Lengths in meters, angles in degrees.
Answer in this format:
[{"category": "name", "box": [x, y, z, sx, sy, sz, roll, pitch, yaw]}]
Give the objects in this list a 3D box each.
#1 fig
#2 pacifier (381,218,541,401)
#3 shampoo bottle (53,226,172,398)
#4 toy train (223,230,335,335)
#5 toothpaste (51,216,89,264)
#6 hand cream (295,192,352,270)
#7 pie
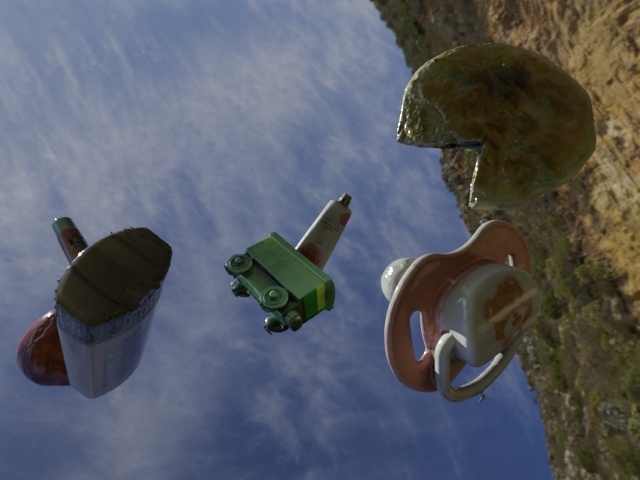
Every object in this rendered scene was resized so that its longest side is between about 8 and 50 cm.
[{"category": "fig", "box": [-0.381, 0.152, 0.639, 0.128, 0.128, 0.150, 25, -134, -20]}, {"category": "pacifier", "box": [0.220, 0.100, 0.684, 0.332, 0.220, 0.273, -24, -121, -26]}, {"category": "shampoo bottle", "box": [-0.183, 0.076, 0.368, 0.055, 0.227, 0.086, 37, -129, -3]}, {"category": "toy train", "box": [-0.113, 0.108, 1.095, 0.202, 0.120, 0.300, -28, -134, -28]}, {"category": "toothpaste", "box": [-0.379, 0.047, 0.678, 0.205, 0.036, 0.056, 51, -159, 18]}, {"category": "hand cream", "box": [0.000, 0.000, 1.301, 0.124, 0.078, 0.341, 32, -97, -5]}, {"category": "pie", "box": [0.309, -0.216, 0.730, 0.337, 0.075, 0.338, -2, -105, 6]}]
